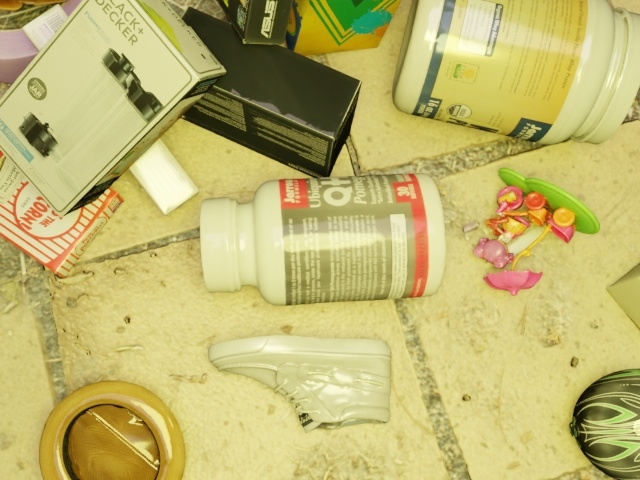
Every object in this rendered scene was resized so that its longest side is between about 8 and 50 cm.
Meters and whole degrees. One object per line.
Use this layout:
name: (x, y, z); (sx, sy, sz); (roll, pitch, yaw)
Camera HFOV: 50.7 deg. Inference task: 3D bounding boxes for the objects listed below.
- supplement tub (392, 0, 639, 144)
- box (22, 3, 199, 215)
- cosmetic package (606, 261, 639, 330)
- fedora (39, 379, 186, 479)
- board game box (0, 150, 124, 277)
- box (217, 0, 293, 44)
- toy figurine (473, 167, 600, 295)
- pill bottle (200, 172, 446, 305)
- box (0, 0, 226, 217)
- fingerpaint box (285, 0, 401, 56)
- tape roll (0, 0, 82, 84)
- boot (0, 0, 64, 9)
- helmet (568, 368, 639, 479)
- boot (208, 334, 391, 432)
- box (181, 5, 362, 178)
supplement tub: (0.280, -0.269, 0.992); (0.316, 0.228, 0.228); (13, 76, 0)
box: (-0.298, -0.182, 0.976); (0.067, 0.063, 0.324); (-38, 99, -9)
cosmetic package: (0.588, 0.140, 0.971); (0.160, 0.113, 0.309); (-34, 80, -10)
fedora: (-0.273, 0.281, 0.906); (0.194, 0.079, 0.194); (1, 81, -7)
board game box: (-0.415, -0.059, 0.997); (0.193, 0.045, 0.147); (33, 77, 4)
box: (-0.083, -0.422, 0.862); (0.060, 0.270, 0.216); (-6, 45, -26)
toy figurine: (0.290, -0.002, 1.000); (0.173, 0.130, 0.159); (37, 86, 28)
pill bottle: (0.000, 0.000, 0.939); (0.318, 0.176, 0.176); (-3, 77, -4)
box: (-0.285, -0.185, 0.875); (0.290, 0.087, 0.169); (-36, 96, 23)
fingerpaint box: (0.003, -0.556, 0.968); (0.163, 0.371, 0.445); (-11, 78, -14)
tape roll: (-0.465, -0.386, 1.051); (0.274, 0.090, 0.275); (1, 77, -4)
boot: (-0.502, -0.437, 0.963); (0.295, 0.104, 0.211); (1, 76, -7)
helmet: (0.434, 0.250, 0.910); (0.169, 0.161, 0.169); (1, 77, -3)
boot: (-0.026, 0.200, 0.929); (0.258, 0.095, 0.123); (1, 70, -4)
box: (-0.085, -0.203, 0.979); (0.261, 0.184, 0.103); (24, 74, 3)
